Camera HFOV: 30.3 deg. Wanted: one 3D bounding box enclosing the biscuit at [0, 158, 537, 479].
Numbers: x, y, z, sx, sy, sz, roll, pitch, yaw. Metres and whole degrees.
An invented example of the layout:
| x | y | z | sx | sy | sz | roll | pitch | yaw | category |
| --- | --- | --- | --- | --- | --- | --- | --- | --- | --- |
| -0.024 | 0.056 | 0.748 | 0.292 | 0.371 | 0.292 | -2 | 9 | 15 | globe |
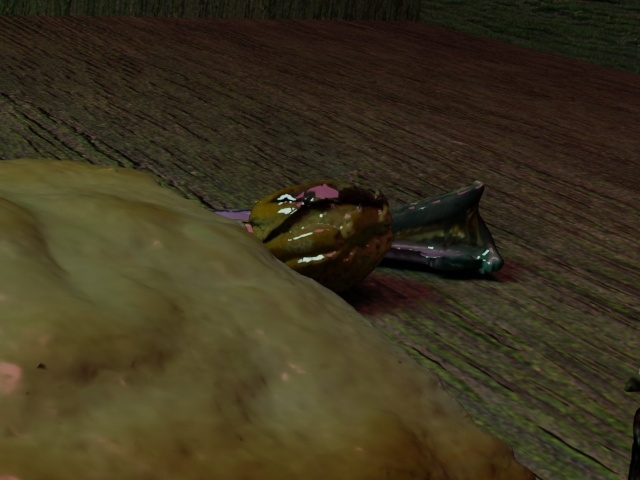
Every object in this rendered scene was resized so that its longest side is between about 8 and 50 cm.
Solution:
| x | y | z | sx | sy | sz | roll | pitch | yaw | category |
| --- | --- | --- | --- | --- | --- | --- | --- | --- | --- |
| -0.152 | 0.049 | 0.674 | 0.446 | 0.104 | 0.429 | 3 | 28 | -39 | biscuit |

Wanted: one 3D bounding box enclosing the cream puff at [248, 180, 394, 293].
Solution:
| x | y | z | sx | sy | sz | roll | pitch | yaw | category |
| --- | --- | --- | --- | --- | --- | --- | --- | --- | --- |
| 0.000 | 0.000 | 1.057 | 0.133 | 0.104 | 0.119 | 5 | -17 | -28 | cream puff |

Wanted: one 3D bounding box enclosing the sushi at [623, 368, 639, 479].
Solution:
| x | y | z | sx | sy | sz | roll | pitch | yaw | category |
| --- | --- | --- | --- | --- | --- | --- | --- | --- | --- |
| 0.264 | 0.170 | 0.430 | 0.349 | 0.207 | 0.234 | 17 | 17 | 15 | sushi |

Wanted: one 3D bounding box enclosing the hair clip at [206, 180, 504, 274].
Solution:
| x | y | z | sx | sy | sz | roll | pitch | yaw | category |
| --- | --- | --- | --- | --- | --- | --- | --- | --- | --- |
| 0.000 | -0.011 | 1.182 | 0.359 | 0.095 | 0.110 | -2 | 52 | 3 | hair clip |
